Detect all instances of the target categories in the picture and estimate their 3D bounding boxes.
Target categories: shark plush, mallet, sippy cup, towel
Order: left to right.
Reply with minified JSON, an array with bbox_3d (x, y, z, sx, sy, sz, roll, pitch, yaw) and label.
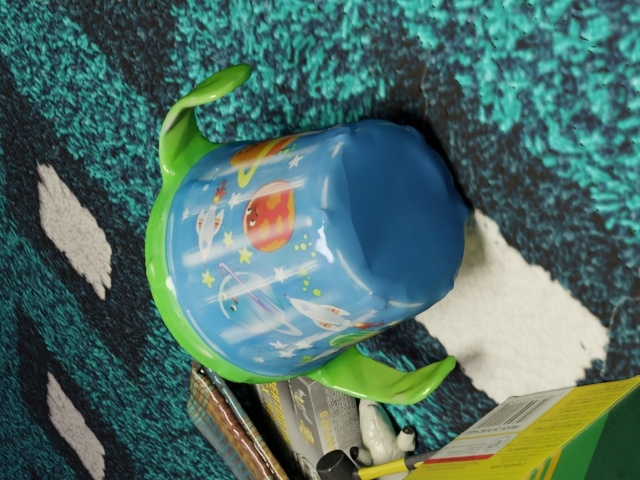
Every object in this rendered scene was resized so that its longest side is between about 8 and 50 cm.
[{"bbox_3d":[-0.092,0.288,1.524,0.271,0.040,0.370,54,167,9],"label":"towel"},{"bbox_3d":[0.000,0.000,1.048,0.224,0.306,0.240,-18,57,50],"label":"sippy cup"},{"bbox_3d":[0.084,0.245,1.324,0.161,0.073,0.067,58,180,-28],"label":"shark plush"},{"bbox_3d":[0.088,0.239,1.227,0.190,0.039,0.062,-13,117,27],"label":"mallet"}]

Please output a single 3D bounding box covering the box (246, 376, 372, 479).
[{"bbox_3d":[-0.019,0.207,1.396,0.183,0.056,0.231,35,144,50],"label":"box"}]

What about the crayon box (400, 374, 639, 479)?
[{"bbox_3d":[0.117,0.231,0.954,0.081,0.319,0.202,61,152,-2],"label":"crayon box"}]
